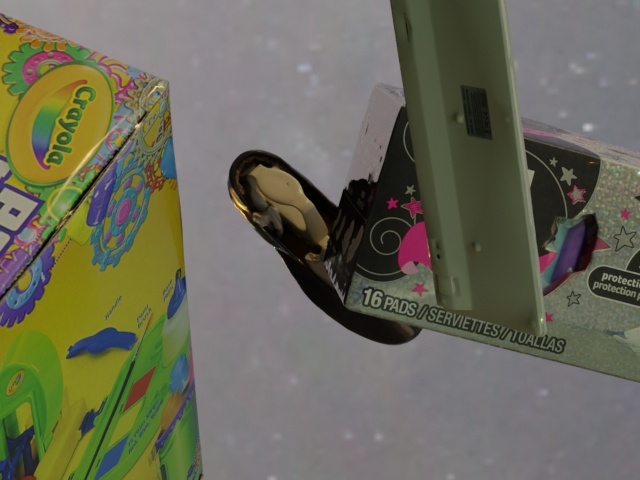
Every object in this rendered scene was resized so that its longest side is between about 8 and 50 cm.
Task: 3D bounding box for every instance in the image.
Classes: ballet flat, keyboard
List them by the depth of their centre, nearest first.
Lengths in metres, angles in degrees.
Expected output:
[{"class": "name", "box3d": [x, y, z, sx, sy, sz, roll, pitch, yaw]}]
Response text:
[{"class": "keyboard", "box3d": [0.074, -0.068, 0.986, 0.072, 0.014, 0.256, 11, -57, 37]}, {"class": "ballet flat", "box3d": [0.000, 0.000, 1.456, 0.203, 0.074, 0.074, 44, -44, 21]}]

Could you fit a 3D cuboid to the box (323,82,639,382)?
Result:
[{"class": "box", "box3d": [0.143, -0.005, 1.268, 0.163, 0.247, 0.142, -120, -136, -79]}]

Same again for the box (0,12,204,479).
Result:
[{"class": "box", "box3d": [-0.194, 0.094, 0.742, 0.177, 0.290, 0.279, 23, -35, 16]}]
